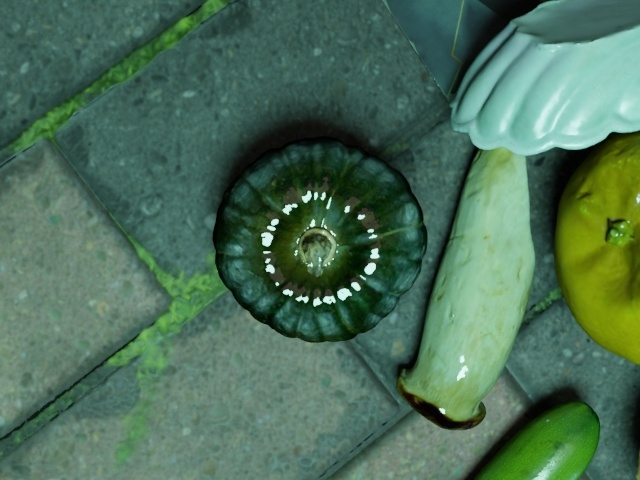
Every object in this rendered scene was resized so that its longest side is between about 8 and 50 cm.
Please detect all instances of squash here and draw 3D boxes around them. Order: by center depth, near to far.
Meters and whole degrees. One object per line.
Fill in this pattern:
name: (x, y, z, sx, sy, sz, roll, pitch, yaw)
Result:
squash: (0.000, -0.002, 0.716, 0.218, 0.172, 0.218, 0, 71, 1)
squash: (0.200, 0.293, 0.783, 0.082, 0.082, 0.292, 44, 87, -4)

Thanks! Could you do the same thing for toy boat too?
toy boat: (0.272, -0.183, 0.721, 0.290, 0.199, 0.100, -13, 128, 3)

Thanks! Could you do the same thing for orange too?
orange: (0.363, -0.001, 0.707, 0.235, 0.279, 0.279, 8, 89, -20)

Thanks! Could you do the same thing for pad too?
pad: (0.166, -0.275, 0.822, 0.164, 0.004, 0.243, -35, 94, -5)

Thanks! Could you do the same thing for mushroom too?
mushroom: (0.179, 0.044, 0.783, 0.107, 0.087, 0.333, 20, 85, -5)

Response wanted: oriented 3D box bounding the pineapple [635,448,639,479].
pineapple: (0.531, 0.230, 0.764, 0.357, 0.223, 0.222, -3, 90, -31)
